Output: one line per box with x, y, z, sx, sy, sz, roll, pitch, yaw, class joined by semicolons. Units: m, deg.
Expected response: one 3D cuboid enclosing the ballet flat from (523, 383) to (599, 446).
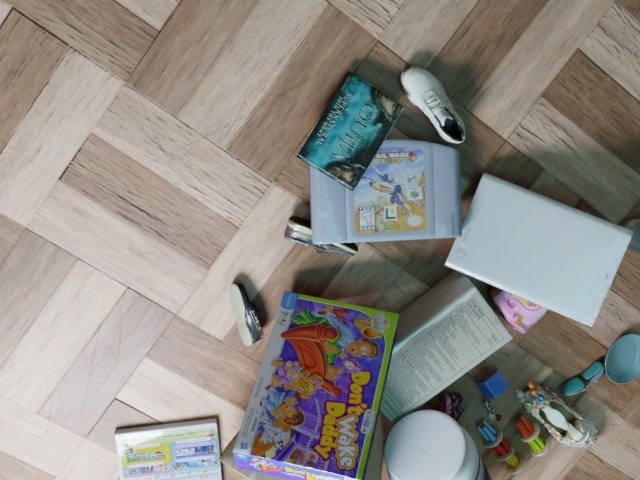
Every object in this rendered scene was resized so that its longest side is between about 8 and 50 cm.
0.547;0.412;1.926;0.241;0.077;0.091;34;99;-20;ballet flat

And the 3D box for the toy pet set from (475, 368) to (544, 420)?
0.400;0.336;1.851;0.122;0.065;0.114;-33;92;24;toy pet set

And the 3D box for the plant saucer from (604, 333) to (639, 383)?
0.679;0.261;1.914;0.119;0.021;0.119;-6;107;-21;plant saucer

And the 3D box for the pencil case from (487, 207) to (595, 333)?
0.481;0.064;1.763;0.284;0.124;0.124;-42;112;5;pencil case

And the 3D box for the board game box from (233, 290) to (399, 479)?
0.000;0.277;1.607;0.234;0.347;0.078;10;144;9;board game box

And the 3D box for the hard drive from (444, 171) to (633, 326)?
0.427;0.016;1.689;0.308;0.040;0.203;23;93;9;hard drive

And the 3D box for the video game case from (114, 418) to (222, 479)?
-0.319;0.476;1.817;0.213;0.023;0.193;-5;111;-8;video game case

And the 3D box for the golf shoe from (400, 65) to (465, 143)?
0.221;-0.255;1.615;0.069;0.086;0.176;-41;110;8;golf shoe

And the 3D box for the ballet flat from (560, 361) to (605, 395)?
0.593;0.318;1.921;0.114;0.041;0.041;-38;112;5;ballet flat

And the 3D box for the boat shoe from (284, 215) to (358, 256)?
0.000;0.000;1.688;0.152;0.056;0.049;24;112;-11;boat shoe

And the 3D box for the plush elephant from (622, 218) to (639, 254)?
0.830;-0.026;1.731;0.272;0.330;0.255;38;81;-13;plush elephant

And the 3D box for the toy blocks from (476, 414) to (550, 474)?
0.431;0.442;1.927;0.123;0.054;0.148;-39;112;6;toy blocks

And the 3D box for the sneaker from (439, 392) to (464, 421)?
0.292;0.390;1.891;0.057;0.047;0.119;-7;113;-21;sneaker

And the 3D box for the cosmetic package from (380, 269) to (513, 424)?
0.219;0.219;1.774;0.309;0.113;0.160;-37;112;3;cosmetic package

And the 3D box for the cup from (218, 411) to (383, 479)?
-0.004;0.411;1.721;0.331;0.331;0.236;33;77;-20;cup

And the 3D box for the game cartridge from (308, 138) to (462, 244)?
0.127;-0.097;1.646;0.297;0.062;0.198;-3;98;-10;game cartridge

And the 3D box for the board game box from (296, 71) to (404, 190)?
0.057;-0.202;1.591;0.126;0.026;0.186;31;83;-5;board game box

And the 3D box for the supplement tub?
0.249;0.489;1.793;0.191;0.191;0.272;-29;138;1;supplement tub

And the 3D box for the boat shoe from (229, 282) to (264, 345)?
-0.148;0.144;1.717;0.042;0.049;0.133;-24;108;-31;boat shoe
